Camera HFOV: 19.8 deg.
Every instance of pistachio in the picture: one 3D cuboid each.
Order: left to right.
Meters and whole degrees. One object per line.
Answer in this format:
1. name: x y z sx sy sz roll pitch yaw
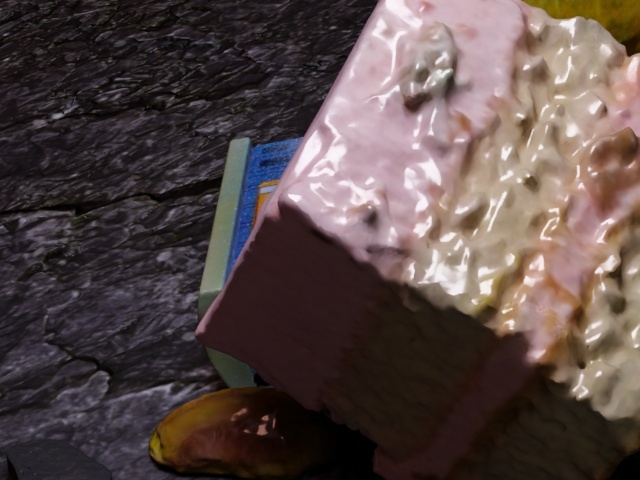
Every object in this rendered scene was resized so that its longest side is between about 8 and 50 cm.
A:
1. pistachio: -0.065 0.149 1.491 0.173 0.049 0.089 2 33 22

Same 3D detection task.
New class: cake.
1. cake: 0.110 0.005 1.359 0.307 0.293 0.314 31 55 -4

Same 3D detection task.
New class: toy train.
1. toy train: 0.000 0.000 1.630 0.202 0.131 0.299 -9 31 10

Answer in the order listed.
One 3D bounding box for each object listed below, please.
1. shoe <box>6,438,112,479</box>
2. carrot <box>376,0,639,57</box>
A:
1. shoe: -0.209 0.203 1.466 0.071 0.049 0.179 -11 11 -19
2. carrot: 0.176 -0.227 1.832 0.341 0.241 0.241 -20 32 -15
